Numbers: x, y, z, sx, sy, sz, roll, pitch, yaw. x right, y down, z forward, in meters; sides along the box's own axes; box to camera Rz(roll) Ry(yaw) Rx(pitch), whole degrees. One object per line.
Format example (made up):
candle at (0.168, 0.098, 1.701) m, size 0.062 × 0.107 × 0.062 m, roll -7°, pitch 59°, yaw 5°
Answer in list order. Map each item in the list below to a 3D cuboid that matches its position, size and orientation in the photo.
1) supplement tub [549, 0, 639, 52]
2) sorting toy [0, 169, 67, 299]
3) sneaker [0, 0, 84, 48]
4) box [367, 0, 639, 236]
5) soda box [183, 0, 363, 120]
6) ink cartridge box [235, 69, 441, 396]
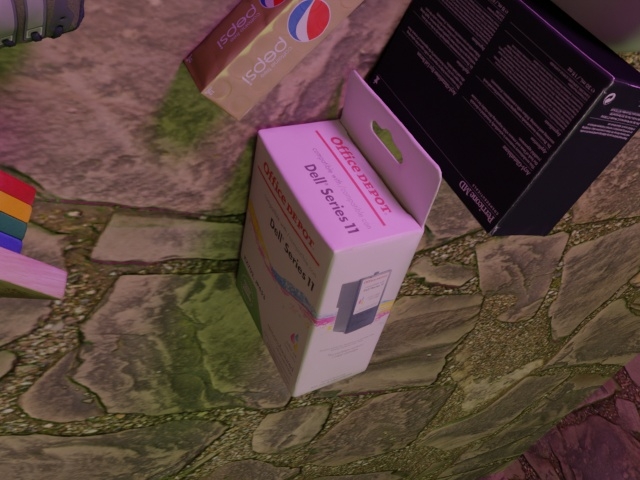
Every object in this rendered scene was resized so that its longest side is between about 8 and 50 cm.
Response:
supplement tub at (0.388, -0.348, 0.620) m, size 0.331 × 0.241 × 0.241 m, roll -26°, pitch 145°, yaw -7°
sorting toy at (-0.366, -0.031, 0.484) m, size 0.255 × 0.089 × 0.257 m, roll 1°, pitch 163°, yaw 20°
sneaker at (-0.249, -0.175, 0.485) m, size 0.300 × 0.111 × 0.121 m, roll -40°, pitch 148°, yaw 16°
box at (0.183, -0.158, 0.686) m, size 0.103 × 0.261 × 0.184 m, roll 2°, pitch 134°, yaw -38°
soda box at (-0.045, -0.205, 0.637) m, size 0.181 × 0.058 × 0.061 m, roll -41°, pitch 144°, yaw 13°
ink cartridge box at (0.000, 0.000, 0.794) m, size 0.119 × 0.207 × 0.353 m, roll -13°, pitch 141°, yaw -26°
